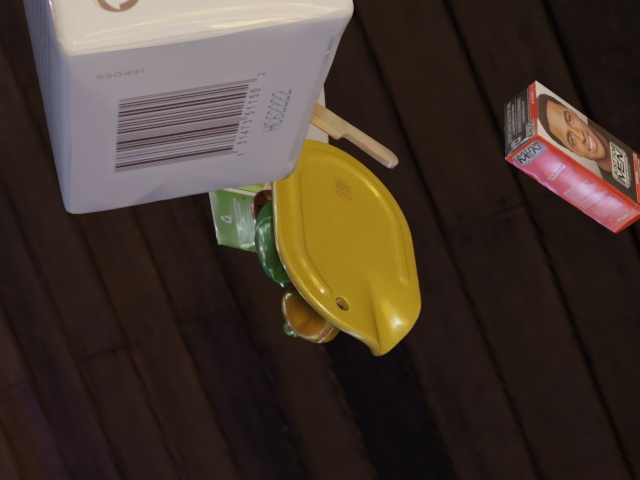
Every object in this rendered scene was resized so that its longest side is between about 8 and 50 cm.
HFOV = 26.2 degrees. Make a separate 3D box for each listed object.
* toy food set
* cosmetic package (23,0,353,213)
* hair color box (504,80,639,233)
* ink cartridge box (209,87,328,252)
[{"bbox_3d":[0.000,0.000,1.002,0.071,0.128,0.218,-43,34,34],"label":"toy food set"},{"bbox_3d":[-0.126,-0.273,0.868,0.230,0.161,0.453,116,141,-68],"label":"cosmetic package"},{"bbox_3d":[0.228,-0.073,1.223,0.141,0.072,0.043,30,133,-26],"label":"hair color box"},{"bbox_3d":[-0.064,-0.131,1.618,0.097,0.189,0.255,11,146,12],"label":"ink cartridge box"}]
